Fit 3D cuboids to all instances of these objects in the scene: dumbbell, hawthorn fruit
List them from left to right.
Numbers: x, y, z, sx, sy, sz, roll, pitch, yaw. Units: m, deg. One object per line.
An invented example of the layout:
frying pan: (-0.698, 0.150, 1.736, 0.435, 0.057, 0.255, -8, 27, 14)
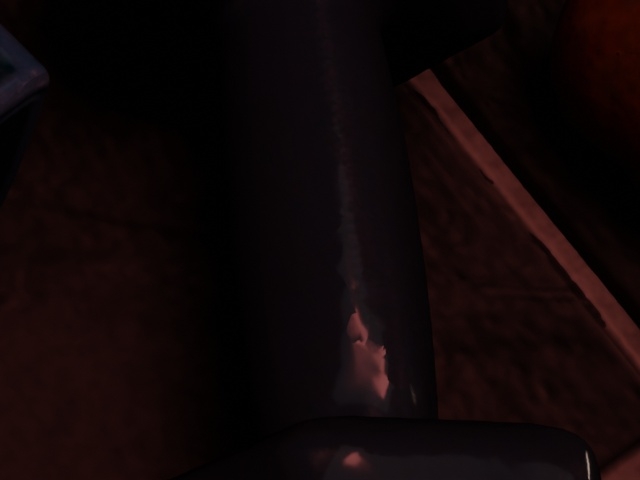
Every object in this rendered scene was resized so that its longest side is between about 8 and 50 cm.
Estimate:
dumbbell: (0.000, 0.000, 0.562, 0.144, 0.160, 0.325, 26, 47, -42)
hawthorn fruit: (0.156, -0.072, 0.691, 0.125, 0.140, 0.125, 42, 30, -31)

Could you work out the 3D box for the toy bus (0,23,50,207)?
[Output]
toy bus: (-0.202, -0.072, 0.541, 0.234, 0.116, 0.133, 44, 56, 6)
